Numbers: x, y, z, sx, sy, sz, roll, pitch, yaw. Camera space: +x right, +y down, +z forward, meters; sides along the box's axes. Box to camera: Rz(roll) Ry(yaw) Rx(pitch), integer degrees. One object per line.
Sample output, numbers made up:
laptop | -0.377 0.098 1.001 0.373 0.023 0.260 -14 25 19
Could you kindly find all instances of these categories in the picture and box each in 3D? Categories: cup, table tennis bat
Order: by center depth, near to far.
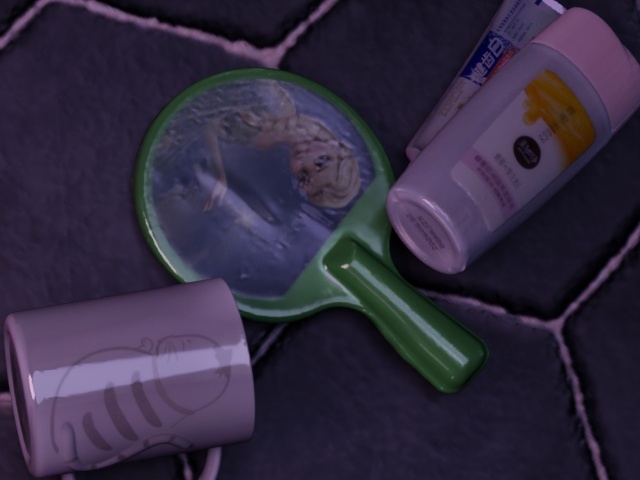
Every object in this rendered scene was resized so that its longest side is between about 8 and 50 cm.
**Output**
cup | -0.107 0.097 1.144 0.133 0.099 0.136 -9 78 -16
table tennis bat | 0.000 0.000 1.227 0.257 0.039 0.160 42 71 1

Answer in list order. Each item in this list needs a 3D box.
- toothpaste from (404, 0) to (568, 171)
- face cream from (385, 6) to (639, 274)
toothpaste | 0.101 -0.100 1.277 0.045 0.028 0.170 36 70 1
face cream | 0.126 -0.062 1.241 0.198 0.057 0.084 -44 101 -28
